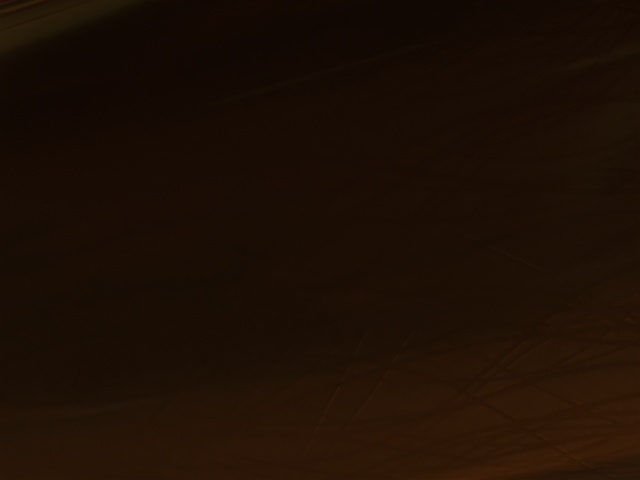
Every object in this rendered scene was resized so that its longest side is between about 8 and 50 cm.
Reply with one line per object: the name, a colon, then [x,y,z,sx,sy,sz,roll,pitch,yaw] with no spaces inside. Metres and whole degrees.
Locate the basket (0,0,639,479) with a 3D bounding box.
basket: [0.000,0.000,0.405,0.154,0.227,0.204,-94,175,-49]
